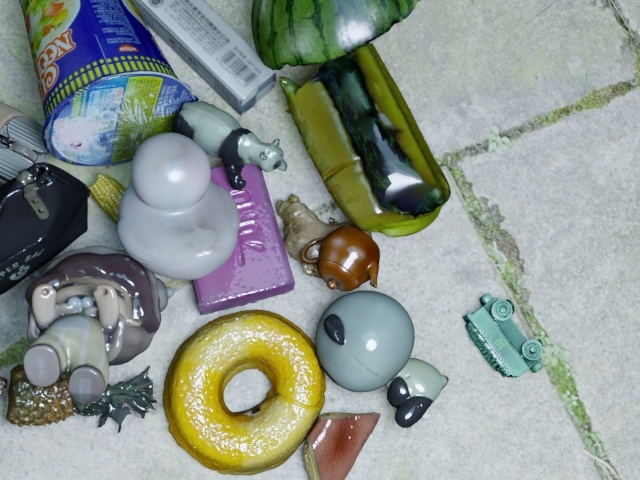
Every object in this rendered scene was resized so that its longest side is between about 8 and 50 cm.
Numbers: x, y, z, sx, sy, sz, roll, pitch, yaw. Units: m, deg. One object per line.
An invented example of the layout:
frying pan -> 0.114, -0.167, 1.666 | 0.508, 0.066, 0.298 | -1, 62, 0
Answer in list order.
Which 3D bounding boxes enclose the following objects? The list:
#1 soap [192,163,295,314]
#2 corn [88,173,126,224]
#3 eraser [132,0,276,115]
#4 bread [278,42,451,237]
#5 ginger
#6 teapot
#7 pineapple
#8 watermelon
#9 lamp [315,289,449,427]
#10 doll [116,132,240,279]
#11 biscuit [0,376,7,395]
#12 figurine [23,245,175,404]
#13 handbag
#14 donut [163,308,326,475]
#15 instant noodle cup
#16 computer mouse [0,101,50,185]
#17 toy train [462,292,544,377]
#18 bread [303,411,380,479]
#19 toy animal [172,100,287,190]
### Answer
soap -> -0.167, -0.010, 1.693 | 0.181, 0.081, 0.259 | -13, 76, -10
corn -> -0.343, -0.043, 1.688 | 0.206, 0.067, 0.067 | 42, 74, 6
eraser -> -0.260, -0.419, 1.793 | 0.098, 0.096, 0.404 | -43, 82, -15
bread -> 0.086, -0.181, 1.697 | 0.208, 0.251, 0.376 | -33, 79, 18
ginger -> -0.001, 0.004, 1.713 | 0.213, 0.074, 0.137 | 28, 59, -2
teapot -> 0.038, 0.041, 1.619 | 0.173, 0.116, 0.116 | 18, 70, 31
pineapple -> -0.408, 0.269, 1.580 | 0.251, 0.125, 0.125 | 2, 74, -17
watermelon -> 0.003, -0.453, 1.657 | 0.331, 0.331, 0.189 | -39, 114, -15
lamp -> 0.102, 0.200, 1.610 | 0.198, 0.198, 0.244 | -43, 90, -16
doll -> -0.237, -0.065, 1.539 | 0.221, 0.221, 0.251 | -24, 67, -13
biscuit -> -0.639, 0.299, 1.567 | 0.144, 0.016, 0.203 | 28, 82, 4
figurine -> -0.378, 0.138, 1.501 | 0.249, 0.380, 0.203 | 4, 107, -4
handbag -> -0.543, -0.015, 1.542 | 0.342, 0.288, 0.152 | -35, 85, -14
donut -> -0.129, 0.258, 1.607 | 0.303, 0.110, 0.302 | 2, 75, -7
instant noodle cup -> -0.410, -0.337, 1.679 | 0.284, 0.284, 0.312 | -20, 69, -12
computer mouse -> -0.615, -0.189, 1.691 | 0.237, 0.082, 0.145 | 25, 72, 2
toy train -> 0.339, 0.183, 1.707 | 0.099, 0.070, 0.172 | -35, 82, -7
bread -> 0.022, 0.356, 1.609 | 0.119, 0.067, 0.192 | 46, 68, -26
toy animal -> -0.162, -0.173, 1.641 | 0.225, 0.121, 0.094 | 32, 60, 15
